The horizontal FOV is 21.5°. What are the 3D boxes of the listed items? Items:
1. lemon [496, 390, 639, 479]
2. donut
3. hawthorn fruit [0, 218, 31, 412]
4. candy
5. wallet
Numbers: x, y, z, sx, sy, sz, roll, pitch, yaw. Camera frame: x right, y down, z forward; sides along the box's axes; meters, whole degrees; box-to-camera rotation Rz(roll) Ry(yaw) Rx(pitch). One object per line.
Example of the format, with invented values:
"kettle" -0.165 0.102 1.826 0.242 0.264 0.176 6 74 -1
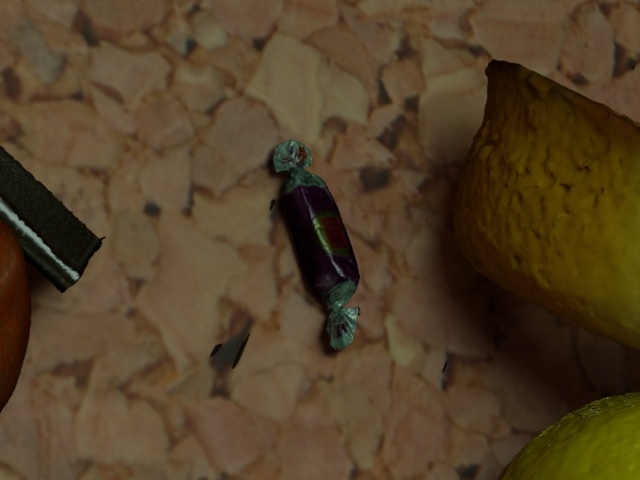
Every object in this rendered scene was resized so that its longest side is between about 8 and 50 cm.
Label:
"lemon" 0.247 0.239 1.204 0.293 0.293 0.293 14 61 -26
"donut" 0.309 0.028 1.297 0.435 0.377 0.163 23 97 -22
"hawthorn fruit" -0.262 0.049 1.036 0.189 0.189 0.189 14 61 -26
"candy" 0.000 0.000 1.305 0.045 0.043 0.175 -4 70 -44
"wallet" -0.251 -0.062 1.142 0.243 0.133 0.039 43 95 -8
